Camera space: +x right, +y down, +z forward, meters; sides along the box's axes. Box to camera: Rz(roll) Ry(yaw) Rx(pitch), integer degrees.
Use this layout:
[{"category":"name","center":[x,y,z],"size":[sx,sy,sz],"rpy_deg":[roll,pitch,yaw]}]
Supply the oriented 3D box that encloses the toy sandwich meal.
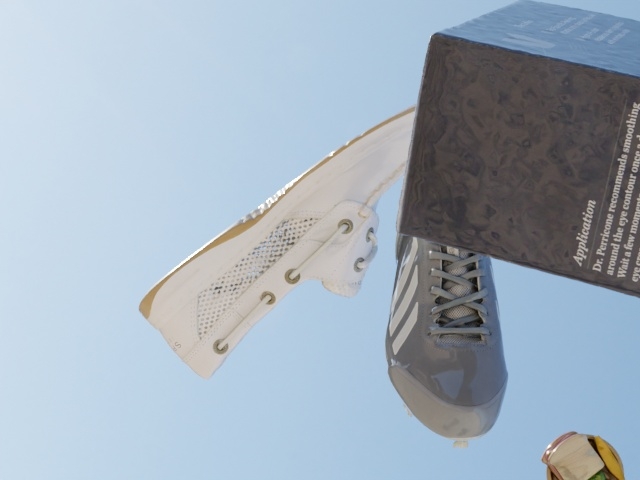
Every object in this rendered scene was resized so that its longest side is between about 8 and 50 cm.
[{"category":"toy sandwich meal","center":[0.260,0.227,1.235],"size":[0.085,0.085,0.029],"rpy_deg":[50,-5,5]}]

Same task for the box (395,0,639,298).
[{"category":"box","center":[0.137,-0.044,0.568],"size":[0.158,0.156,0.093],"rpy_deg":[16,-69,19]}]

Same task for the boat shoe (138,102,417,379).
[{"category":"boat shoe","center":[0.000,0.000,0.933],"size":[0.096,0.277,0.098],"rpy_deg":[53,6,1]}]

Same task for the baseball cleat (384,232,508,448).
[{"category":"baseball cleat","center":[0.073,0.019,0.752],"size":[0.072,0.206,0.109],"rpy_deg":[0,-51,-5]}]
